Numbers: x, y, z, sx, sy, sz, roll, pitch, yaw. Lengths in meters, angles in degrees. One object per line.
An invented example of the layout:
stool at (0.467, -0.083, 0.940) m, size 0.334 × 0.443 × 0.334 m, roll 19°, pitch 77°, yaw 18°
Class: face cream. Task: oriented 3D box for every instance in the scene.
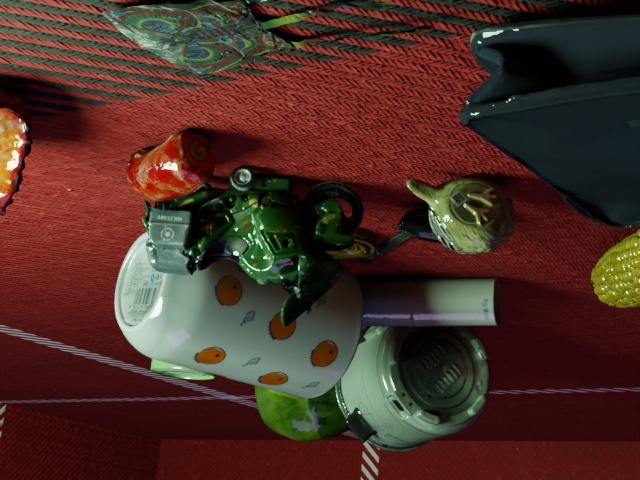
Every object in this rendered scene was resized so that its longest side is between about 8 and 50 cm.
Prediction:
face cream at (0.158, 0.098, 1.843) m, size 0.250 × 0.077 × 0.077 m, roll -1°, pitch 162°, yaw 18°

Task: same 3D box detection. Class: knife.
knife at (0.095, 0.010, 1.684) m, size 0.023 × 0.010 × 0.170 m, roll 11°, pitch 161°, yaw -18°

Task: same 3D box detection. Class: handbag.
handbag at (0.310, -0.110, 1.051) m, size 0.269 × 0.118 × 0.326 m, roll 1°, pitch 165°, yaw 38°

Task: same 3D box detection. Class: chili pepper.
chili pepper at (-0.172, -0.085, 1.347) m, size 0.070 × 0.073 × 0.123 m, roll -22°, pitch -178°, yaw -37°

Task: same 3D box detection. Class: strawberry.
strawberry at (-0.411, -0.113, 1.291) m, size 0.236 × 0.111 × 0.190 m, roll -33°, pitch 134°, yaw 27°

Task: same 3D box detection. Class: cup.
cup at (-0.125, 0.098, 1.690) m, size 0.317 × 0.212 × 0.212 m, roll 17°, pitch 159°, yaw -34°

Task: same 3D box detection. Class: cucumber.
cucumber at (0.152, -0.020, 1.508) m, size 0.105 × 0.048 × 0.048 m, roll 6°, pitch 163°, yaw 5°

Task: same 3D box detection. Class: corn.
corn at (0.431, 0.033, 1.511) m, size 0.106 × 0.106 × 0.293 m, roll 7°, pitch 163°, yaw -6°

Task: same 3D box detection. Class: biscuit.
biscuit at (0.000, 0.000, 1.651) m, size 0.175 × 0.026 × 0.124 m, roll 19°, pitch 158°, yaw -39°

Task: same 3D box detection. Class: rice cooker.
rice cooker at (0.159, 0.246, 2.067) m, size 0.241 × 0.280 × 0.227 m, roll 49°, pitch 149°, yaw -4°

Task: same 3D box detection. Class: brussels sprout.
brussels sprout at (0.012, 0.266, 2.224) m, size 0.271 × 0.219 × 0.210 m, roll -9°, pitch -173°, yaw -25°

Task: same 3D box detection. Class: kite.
kite at (-0.046, -0.195, 1.046) m, size 0.286 × 0.015 × 0.152 m, roll -1°, pitch 165°, yaw 29°

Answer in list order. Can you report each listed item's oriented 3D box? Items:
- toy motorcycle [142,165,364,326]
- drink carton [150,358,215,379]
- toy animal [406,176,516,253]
toy motorcycle at (-0.088, 0.009, 1.431) m, size 0.275 × 0.187 × 0.125 m, roll 4°, pitch 164°, yaw 5°
drink carton at (-0.241, 0.173, 2.098) m, size 0.146 × 0.142 × 0.144 m, roll -3°, pitch 161°, yaw 29°
toy animal at (0.165, -0.032, 1.396) m, size 0.137 × 0.098 × 0.098 m, roll 20°, pitch 165°, yaw 7°
